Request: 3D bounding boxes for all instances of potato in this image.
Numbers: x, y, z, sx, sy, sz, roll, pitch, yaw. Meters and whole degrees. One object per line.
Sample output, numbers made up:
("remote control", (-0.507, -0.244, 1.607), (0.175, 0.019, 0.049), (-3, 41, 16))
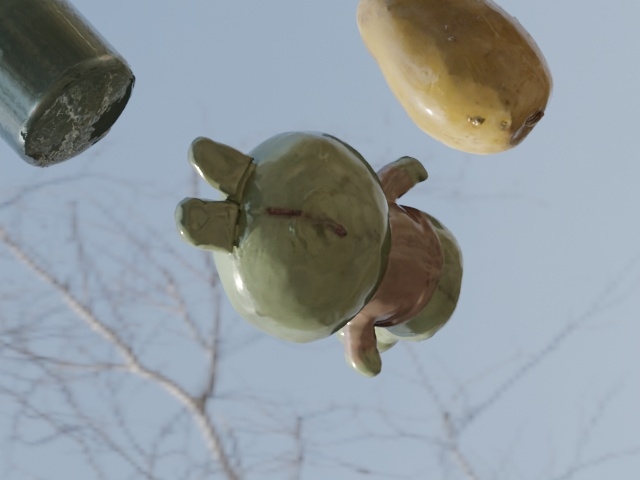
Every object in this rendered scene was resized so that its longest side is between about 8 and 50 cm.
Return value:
("potato", (0.101, -0.140, 1.513), (0.118, 0.178, 0.109), (-29, -27, -26))

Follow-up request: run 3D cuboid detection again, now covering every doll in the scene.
("doll", (0.012, 0.002, 1.304), (0.275, 0.113, 0.155), (30, -109, -57))

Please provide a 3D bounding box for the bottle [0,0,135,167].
("bottle", (-0.220, -0.160, 1.101), (0.082, 0.082, 0.286), (-29, -116, -37))
